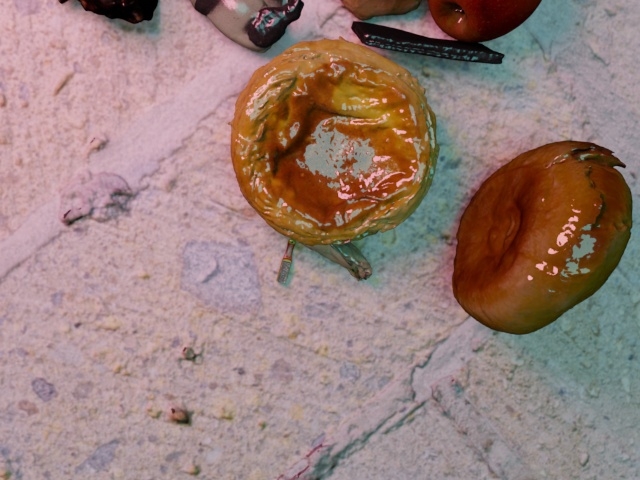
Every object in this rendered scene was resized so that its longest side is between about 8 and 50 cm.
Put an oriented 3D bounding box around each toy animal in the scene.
[{"bbox_3d":[-0.147,-0.404,1.088,0.225,0.094,0.121,34,101,-13],"label":"toy animal"}]

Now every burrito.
[{"bbox_3d":[0.000,-0.001,1.183,0.229,0.063,0.058,38,119,-14],"label":"burrito"}]

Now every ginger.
[{"bbox_3d":[0.097,-0.427,1.129,0.190,0.069,0.095,-3,91,-9],"label":"ginger"}]

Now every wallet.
[{"bbox_3d":[0.178,-0.334,1.130,0.244,0.124,0.025,5,117,-11],"label":"wallet"}]

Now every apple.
[{"bbox_3d":[0.275,-0.421,1.098,0.168,0.181,0.181,-44,103,-16],"label":"apple"}]

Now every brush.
[{"bbox_3d":[-0.060,0.037,1.200,0.019,0.021,0.083,16,95,-8],"label":"brush"}]

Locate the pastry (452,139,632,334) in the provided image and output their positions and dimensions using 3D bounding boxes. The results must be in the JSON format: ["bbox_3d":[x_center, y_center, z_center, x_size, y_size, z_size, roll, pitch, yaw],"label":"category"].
[{"bbox_3d":[0.361,-0.003,1.111,0.164,0.356,0.356,27,94,-18],"label":"pastry"}]

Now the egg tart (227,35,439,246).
[{"bbox_3d":[0.021,-0.161,1.117,0.352,0.150,0.351,-1,98,-8],"label":"egg tart"}]

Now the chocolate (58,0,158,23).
[{"bbox_3d":[-0.358,-0.438,0.998,0.177,0.206,0.224,-4,105,2],"label":"chocolate"}]
